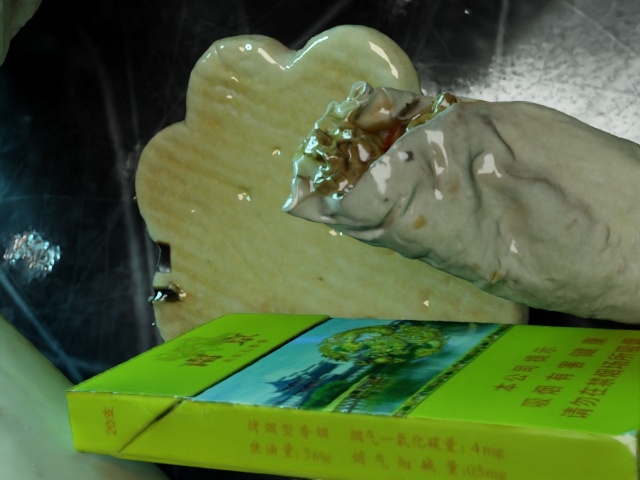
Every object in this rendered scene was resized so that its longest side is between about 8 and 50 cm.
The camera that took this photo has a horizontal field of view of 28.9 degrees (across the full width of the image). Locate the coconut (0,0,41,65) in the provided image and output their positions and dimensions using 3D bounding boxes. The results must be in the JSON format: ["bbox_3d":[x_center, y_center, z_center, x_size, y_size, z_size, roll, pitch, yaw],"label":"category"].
[{"bbox_3d":[-0.338,-0.261,0.947,0.297,0.297,0.310,-10,42,16],"label":"coconut"}]

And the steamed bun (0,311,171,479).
[{"bbox_3d":[-0.321,0.256,0.851,0.371,0.290,0.456,37,90,27],"label":"steamed bun"}]

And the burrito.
[{"bbox_3d":[0.168,-0.009,0.750,0.392,0.076,0.117,16,97,-20],"label":"burrito"}]

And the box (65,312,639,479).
[{"bbox_3d":[0.041,0.090,0.730,0.334,0.187,0.047,0,102,27],"label":"box"}]

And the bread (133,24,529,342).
[{"bbox_3d":[0.000,0.000,0.864,0.316,0.054,0.316,8,108,27],"label":"bread"}]
